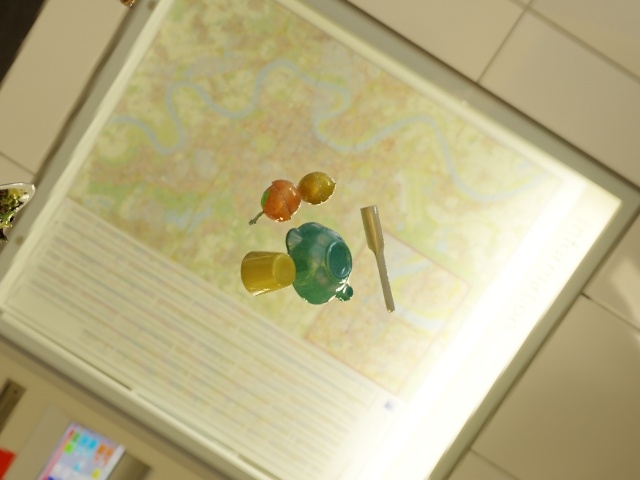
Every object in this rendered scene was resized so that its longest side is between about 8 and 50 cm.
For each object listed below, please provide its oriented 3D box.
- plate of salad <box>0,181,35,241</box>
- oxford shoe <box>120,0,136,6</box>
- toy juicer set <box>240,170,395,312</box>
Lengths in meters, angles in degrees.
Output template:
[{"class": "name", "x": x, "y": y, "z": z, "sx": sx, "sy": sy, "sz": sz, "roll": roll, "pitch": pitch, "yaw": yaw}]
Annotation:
[{"class": "plate of salad", "x": -0.373, "y": -0.002, "z": 1.004, "sx": 0.200, "sy": 0.048, "sz": 0.200, "roll": -28, "pitch": 177, "yaw": -2}, {"class": "oxford shoe", "x": -0.224, "y": -0.387, "z": 1.205, "sx": 0.076, "sy": 0.076, "sz": 0.212, "roll": 9, "pitch": -93, "yaw": 52}, {"class": "toy juicer set", "x": 0.000, "y": 0.000, "z": 1.626, "sx": 0.090, "sy": 0.329, "sz": 0.209, "roll": -8, "pitch": -105, "yaw": 40}]
